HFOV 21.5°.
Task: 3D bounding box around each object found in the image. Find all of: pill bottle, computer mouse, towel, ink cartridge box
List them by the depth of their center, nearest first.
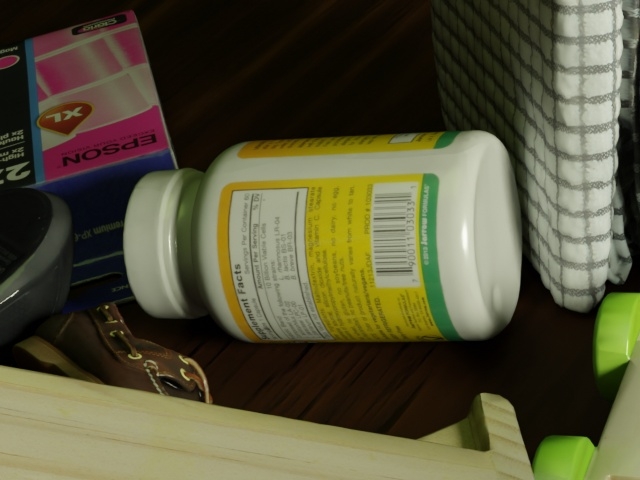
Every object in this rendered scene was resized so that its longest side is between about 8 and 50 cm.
[{"bbox_3d":[0.000,0.000,0.952,0.208,0.118,0.117,-2,30,21],"label":"pill bottle"},{"bbox_3d":[-0.251,0.072,0.995,0.272,0.072,0.188,-37,36,-15],"label":"computer mouse"},{"bbox_3d":[0.150,-0.127,0.997,0.121,0.235,0.284,-12,28,-9],"label":"towel"},{"bbox_3d":[-0.193,-0.056,1.201,0.175,0.069,0.371,-16,31,-4],"label":"ink cartridge box"}]

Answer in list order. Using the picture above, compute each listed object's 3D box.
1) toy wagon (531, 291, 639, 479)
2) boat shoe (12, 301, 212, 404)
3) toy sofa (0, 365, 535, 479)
[{"bbox_3d":[0.255,0.069,0.769,0.267,0.068,0.344,1,31,24],"label":"toy wagon"},{"bbox_3d":[-0.096,0.081,0.893,0.073,0.073,0.207,-27,31,-20],"label":"boat shoe"},{"bbox_3d":[-0.101,0.128,0.588,0.362,0.150,0.177,11,23,-10],"label":"toy sofa"}]
